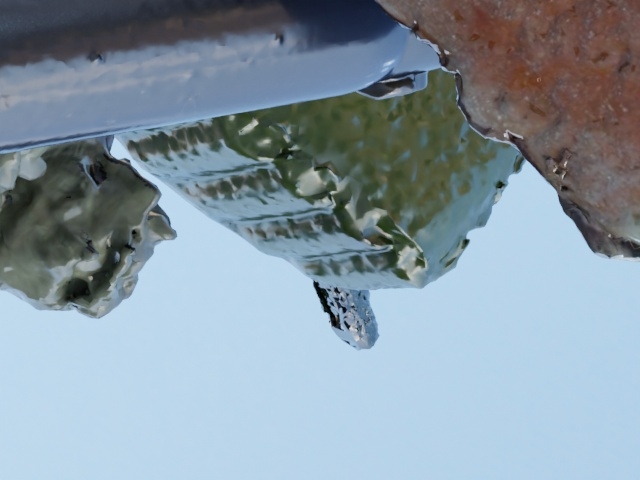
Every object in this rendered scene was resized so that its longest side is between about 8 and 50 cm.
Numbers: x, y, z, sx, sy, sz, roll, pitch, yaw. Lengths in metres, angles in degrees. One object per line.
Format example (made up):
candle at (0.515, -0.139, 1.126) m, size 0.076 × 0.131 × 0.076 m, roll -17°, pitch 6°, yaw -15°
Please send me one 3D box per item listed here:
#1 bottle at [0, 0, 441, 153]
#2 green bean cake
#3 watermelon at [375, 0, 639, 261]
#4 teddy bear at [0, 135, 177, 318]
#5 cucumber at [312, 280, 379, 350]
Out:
bottle at (-0.045, -0.080, 0.774) m, size 0.072 × 0.244 × 0.082 m, roll 27°, pitch -56°, yaw 50°
green bean cake at (0.006, -0.160, 1.467) m, size 0.218 × 0.319 × 0.335 m, roll -5°, pitch -131°, yaw 55°
watermelon at (0.119, -0.155, 0.736) m, size 0.232 × 0.310 × 0.193 m, roll 17°, pitch -140°, yaw 33°
teddy bear at (-0.182, -0.186, 1.041) m, size 0.367 × 0.224 × 0.357 m, roll 117°, pitch -37°, yaw -44°
cucumber at (0.000, 0.001, 1.665) m, size 0.044 × 0.256 × 0.043 m, roll -42°, pitch -133°, yaw -17°
